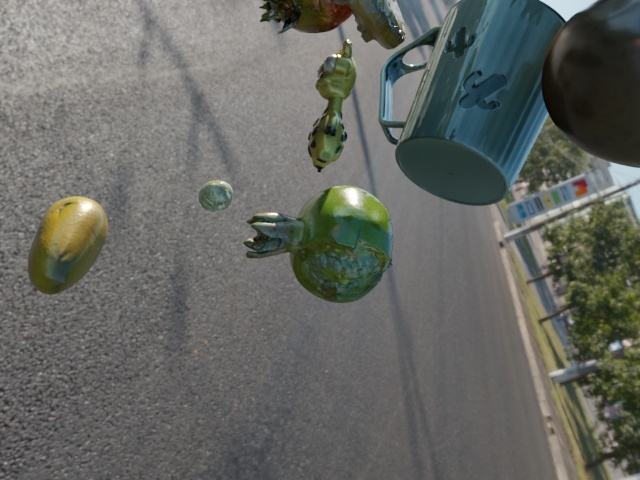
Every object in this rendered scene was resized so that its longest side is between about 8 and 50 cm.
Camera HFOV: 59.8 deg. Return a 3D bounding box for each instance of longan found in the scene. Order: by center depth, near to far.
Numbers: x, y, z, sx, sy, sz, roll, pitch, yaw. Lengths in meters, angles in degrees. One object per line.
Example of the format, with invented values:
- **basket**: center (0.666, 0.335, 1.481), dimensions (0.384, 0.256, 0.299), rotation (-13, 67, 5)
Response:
- **longan**: center (0.550, -0.280, 0.960), dimensions (0.319, 0.318, 0.319), rotation (50, 26, -36)

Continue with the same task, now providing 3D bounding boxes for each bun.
- **bun**: center (-0.249, -0.102, 1.332), dimensions (0.086, 0.086, 0.055), rotation (45, 15, -43)

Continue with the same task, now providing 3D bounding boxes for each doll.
- **doll**: center (0.025, -0.290, 1.179), dimensions (0.117, 0.086, 0.291), rotation (148, -47, -71)

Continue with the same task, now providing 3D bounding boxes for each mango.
- **mango**: center (-0.400, 0.007, 0.873), dimensions (0.098, 0.137, 0.195), rotation (25, 21, -15)

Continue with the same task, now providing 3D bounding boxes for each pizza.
- **pizza**: center (0.056, -0.392, 0.833), dimensions (0.223, 0.089, 0.323), rotation (67, 19, -7)

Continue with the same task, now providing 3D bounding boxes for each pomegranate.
- **pomegranate**: center (-0.023, -0.505, 1.083), dimensions (0.235, 0.210, 0.210), rotation (-48, 122, -19)
- **pomegranate**: center (0.000, 0.000, 1.097), dimensions (0.301, 0.236, 0.236), rotation (10, 47, -17)

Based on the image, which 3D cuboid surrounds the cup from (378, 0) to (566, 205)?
- **cup**: center (0.333, -0.309, 1.277), dimensions (0.310, 0.400, 0.393), rotation (36, 71, -28)
